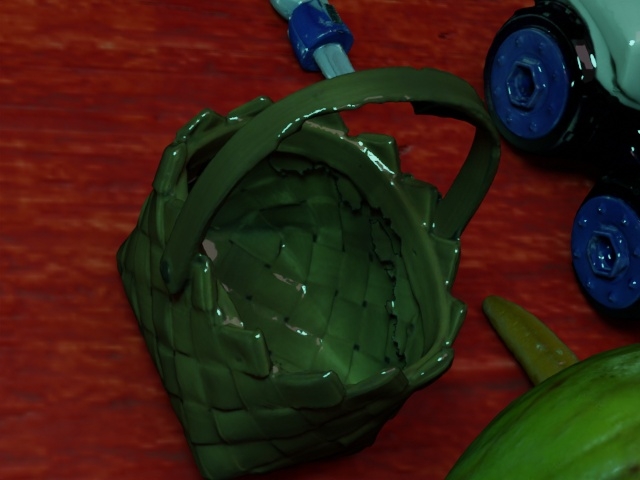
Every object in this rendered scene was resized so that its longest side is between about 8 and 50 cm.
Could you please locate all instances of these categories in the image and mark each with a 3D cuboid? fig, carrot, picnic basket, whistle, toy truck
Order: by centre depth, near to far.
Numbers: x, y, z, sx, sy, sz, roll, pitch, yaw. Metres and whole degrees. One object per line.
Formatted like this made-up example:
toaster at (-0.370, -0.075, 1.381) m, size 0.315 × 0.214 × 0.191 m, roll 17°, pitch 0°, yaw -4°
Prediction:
fig at (0.065, 0.126, 0.757) m, size 0.259 × 0.151 × 0.151 m, roll -9°, pitch 64°, yaw -16°
picnic basket at (0.000, 0.000, 0.775) m, size 0.128 × 0.178 × 0.138 m, roll -4°, pitch 56°, yaw -35°
carrot at (0.113, 0.080, 0.879) m, size 0.035 × 0.035 × 0.142 m, roll -12°, pitch 63°, yaw -32°
toy truck at (0.198, -0.067, 0.923) m, size 0.161 × 0.177 × 0.213 m, roll -12°, pitch 67°, yaw -31°
whistle at (-0.001, -0.099, 0.939) m, size 0.033 × 0.029 × 0.083 m, roll 2°, pitch 51°, yaw -44°
